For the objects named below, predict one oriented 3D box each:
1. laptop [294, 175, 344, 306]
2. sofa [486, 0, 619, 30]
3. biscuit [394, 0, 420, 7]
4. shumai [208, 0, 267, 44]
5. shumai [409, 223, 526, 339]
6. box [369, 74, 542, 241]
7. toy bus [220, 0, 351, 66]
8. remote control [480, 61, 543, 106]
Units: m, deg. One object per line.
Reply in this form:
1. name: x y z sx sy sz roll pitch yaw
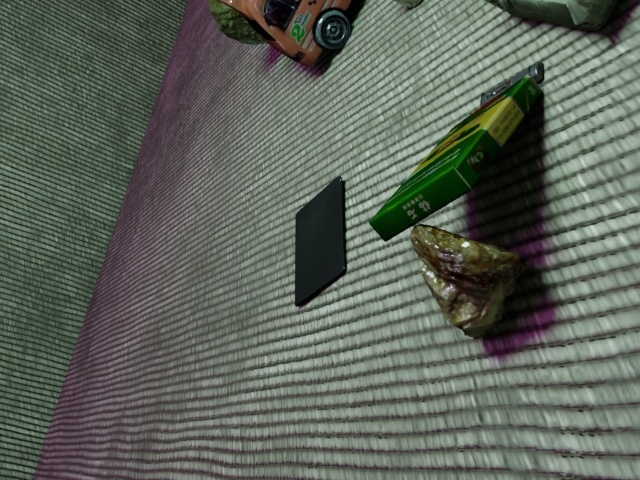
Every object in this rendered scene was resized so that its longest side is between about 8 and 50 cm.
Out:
1. laptop: 0.000 0.000 1.104 0.135 0.016 0.197 -39 39 41
2. sofa: 0.252 -0.365 0.747 0.210 0.176 0.225 -59 27 14
3. biscuit: 0.154 -0.520 1.123 0.062 0.108 0.238 4 73 60
4. shumai: -0.162 -0.605 1.531 0.260 0.225 0.221 106 145 -65
5. shumai: 0.142 0.035 0.681 0.139 0.123 0.105 104 -174 -71
6. box: 0.155 -0.095 0.745 0.132 0.034 0.235 -35 9 46
7. toy bus: -0.006 -0.580 1.328 0.426 0.233 0.203 -60 28 12
8. remote control: 0.232 -0.188 0.822 0.091 0.016 0.034 -29 40 50
